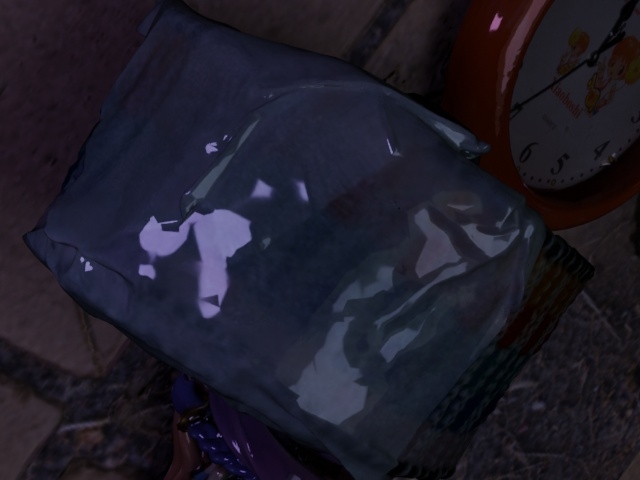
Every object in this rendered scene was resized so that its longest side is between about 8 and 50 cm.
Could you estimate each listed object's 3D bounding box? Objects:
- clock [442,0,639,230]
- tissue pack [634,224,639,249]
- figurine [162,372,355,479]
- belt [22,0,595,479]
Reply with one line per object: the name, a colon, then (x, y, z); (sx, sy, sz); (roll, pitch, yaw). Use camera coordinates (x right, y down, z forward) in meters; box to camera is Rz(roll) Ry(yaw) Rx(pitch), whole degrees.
clock: (0.147, -0.100, 0.893); (0.205, 0.051, 0.205); (-24, 131, -30)
tissue pack: (0.401, 0.015, 0.997); (0.242, 0.344, 0.125); (-28, 137, -29)
figurine: (-0.035, 0.124, 0.847); (0.126, 0.114, 0.157); (25, 133, -16)
belt: (0.000, 0.000, 0.699); (0.150, 0.207, 0.257); (-58, 158, 4)
